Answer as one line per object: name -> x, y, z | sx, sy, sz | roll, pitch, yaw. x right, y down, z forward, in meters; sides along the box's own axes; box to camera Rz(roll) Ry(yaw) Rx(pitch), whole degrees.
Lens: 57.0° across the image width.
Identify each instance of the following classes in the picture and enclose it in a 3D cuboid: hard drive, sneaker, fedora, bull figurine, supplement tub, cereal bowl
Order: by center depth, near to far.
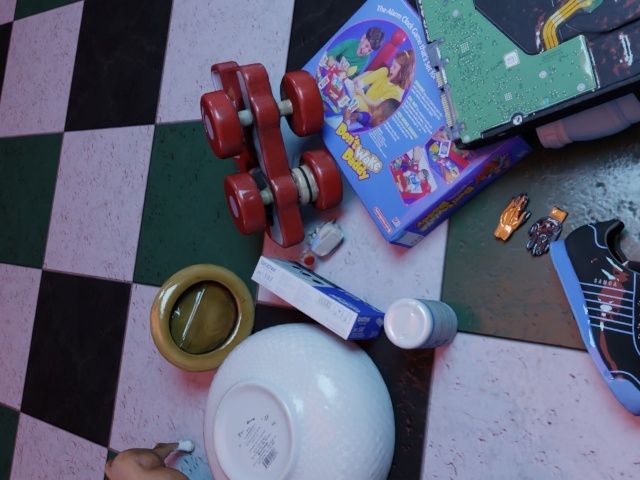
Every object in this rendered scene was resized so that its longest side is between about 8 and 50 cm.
hard drive -> 0.279, -0.265, 0.671 | 0.339, 0.064, 0.236 | -18, 82, 42
sneaker -> 0.359, 0.085, 0.701 | 0.090, 0.081, 0.232 | -32, 65, 34
sneaker -> 0.345, -0.307, 0.751 | 0.150, 0.135, 0.365 | -5, 91, 33
supplement tub -> 0.142, 0.117, 0.829 | 0.071, 0.107, 0.070 | -6, 79, 34
cereal bowl -> -0.063, 0.295, 0.923 | 0.339, 0.141, 0.338 | -7, 78, 33
bull figurine -> -0.229, 0.449, 0.980 | 0.310, 0.188, 0.101 | 33, 102, 33
fedora -> -0.214, 0.140, 1.062 | 0.079, 0.195, 0.194 | 148, 120, -67

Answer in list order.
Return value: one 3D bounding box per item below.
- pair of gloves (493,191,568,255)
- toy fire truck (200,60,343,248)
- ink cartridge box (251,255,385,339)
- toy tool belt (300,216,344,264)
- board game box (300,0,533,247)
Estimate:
pair of gloves -> 0.288, -0.023, 0.811 | 0.083, 0.010, 0.074 | 32, 99, 31
toy fire truck -> -0.101, -0.148, 0.980 | 0.254, 0.170, 0.302 | -148, 41, -64
ink cartridge box -> -0.003, 0.090, 0.939 | 0.207, 0.097, 0.046 | 28, 99, 34
toy tool belt -> 0.000, 0.000, 0.987 | 0.083, 0.052, 0.051 | -45, 30, 17
board game box -> 0.120, -0.196, 0.911 | 0.233, 0.078, 0.347 | -41, 62, 23
